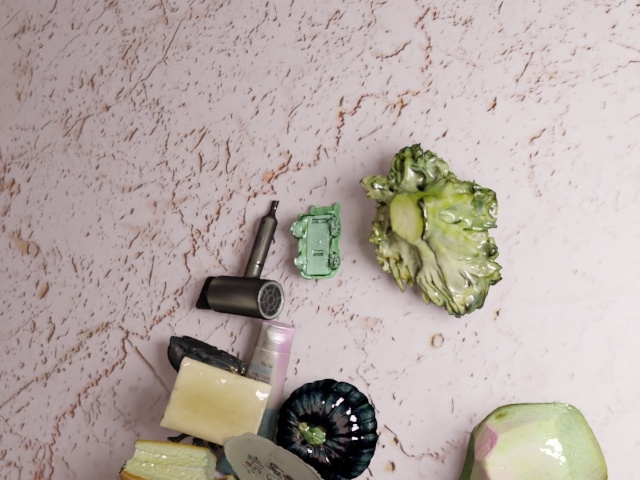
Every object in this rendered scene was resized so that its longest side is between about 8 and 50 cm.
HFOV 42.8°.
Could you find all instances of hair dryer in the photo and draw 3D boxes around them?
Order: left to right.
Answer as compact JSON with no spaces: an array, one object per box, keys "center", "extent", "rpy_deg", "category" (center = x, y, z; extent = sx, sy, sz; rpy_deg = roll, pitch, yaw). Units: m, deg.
[{"center":[-0.142,0.031,1.634],"extent":[0.195,0.078,0.248],"rpy_deg":[4,68,38],"category":"hair dryer"}]

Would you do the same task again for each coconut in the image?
[{"center":[0.325,0.357,1.286],"extent":[0.236,0.236,0.205],"rpy_deg":[-22,93,19],"category":"coconut"}]

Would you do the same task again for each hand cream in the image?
[{"center":[-0.121,0.310,1.571],"extent":[0.111,0.070,0.312],"rpy_deg":[13,90,23],"category":"hand cream"}]

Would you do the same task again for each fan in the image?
[{"center":[0.000,0.475,1.457],"extent":[0.414,0.233,0.012],"rpy_deg":[32,51,8],"category":"fan"}]

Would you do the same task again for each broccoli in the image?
[{"center":[0.175,-0.016,1.396],"extent":[0.288,0.245,0.248],"rpy_deg":[39,107,30],"category":"broccoli"}]

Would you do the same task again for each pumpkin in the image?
[{"center":[0.013,0.345,1.467],"extent":[0.194,0.150,0.194],"rpy_deg":[4,114,10],"category":"pumpkin"}]

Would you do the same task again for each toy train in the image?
[{"center":[0.000,0.000,1.567],"extent":[0.099,0.081,0.149],"rpy_deg":[-5,84,23],"category":"toy train"}]

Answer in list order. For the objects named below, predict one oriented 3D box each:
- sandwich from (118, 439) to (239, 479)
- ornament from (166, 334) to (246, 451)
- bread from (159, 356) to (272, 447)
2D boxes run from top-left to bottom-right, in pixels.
[{"center":[-0.246,0.460,1.507],"extent":[0.128,0.122,0.236],"rpy_deg":[-32,114,19],"category":"sandwich"},{"center":[-0.259,0.323,1.617],"extent":[0.202,0.080,0.236],"rpy_deg":[18,93,36],"category":"ornament"},{"center":[-0.191,0.305,1.513],"extent":[0.178,0.060,0.139],"rpy_deg":[21,90,-3],"category":"bread"}]
